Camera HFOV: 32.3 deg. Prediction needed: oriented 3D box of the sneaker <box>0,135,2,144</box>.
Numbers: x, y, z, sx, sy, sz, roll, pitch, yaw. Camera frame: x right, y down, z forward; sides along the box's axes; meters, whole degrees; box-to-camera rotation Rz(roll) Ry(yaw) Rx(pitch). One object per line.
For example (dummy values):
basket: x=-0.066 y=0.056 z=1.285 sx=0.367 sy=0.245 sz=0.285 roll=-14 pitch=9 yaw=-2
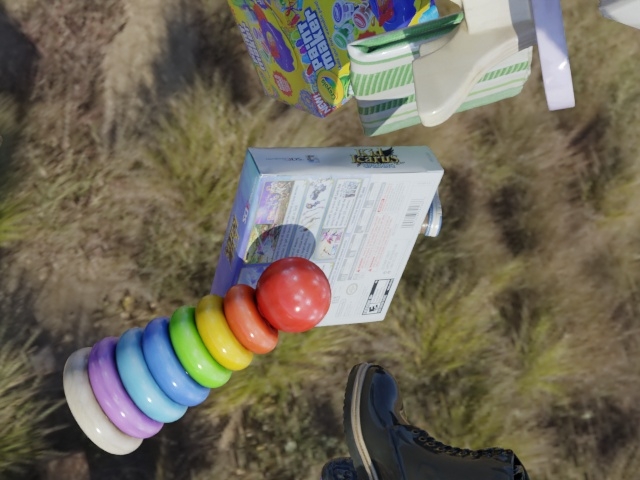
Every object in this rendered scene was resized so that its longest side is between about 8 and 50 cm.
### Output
sneaker: x=-0.514 y=-0.103 z=1.363 sx=0.178 sy=0.123 sz=0.295 roll=33 pitch=18 yaw=-14

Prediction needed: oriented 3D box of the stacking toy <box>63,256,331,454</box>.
stacking toy: x=-0.135 y=0.124 z=1.309 sx=0.141 sy=0.330 sz=0.141 roll=56 pitch=13 yaw=-20

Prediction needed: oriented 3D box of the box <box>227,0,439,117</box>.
box: x=0.011 y=-0.405 z=1.785 sx=0.279 sy=0.177 sz=0.290 roll=-38 pitch=128 yaw=-19

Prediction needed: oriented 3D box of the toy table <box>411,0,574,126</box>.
toy table: x=0.168 y=-0.248 z=1.156 sx=0.252 sy=0.161 sz=0.274 roll=65 pitch=20 yaw=-49

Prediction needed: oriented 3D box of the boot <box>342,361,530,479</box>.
boot: x=0.098 y=0.168 z=0.874 sx=0.077 sy=0.137 sz=0.197 roll=37 pitch=33 yaw=-46

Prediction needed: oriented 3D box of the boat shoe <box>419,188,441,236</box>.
boat shoe: x=0.155 y=-0.076 z=1.813 sx=0.066 sy=0.066 sz=0.183 roll=9 pitch=30 yaw=-9

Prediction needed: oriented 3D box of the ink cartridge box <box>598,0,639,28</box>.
ink cartridge box: x=0.308 y=-0.250 z=0.783 sx=0.100 sy=0.237 sz=0.171 roll=15 pitch=87 yaw=-11

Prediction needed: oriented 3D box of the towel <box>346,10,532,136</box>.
towel: x=0.161 y=-0.223 z=1.445 sx=0.325 sy=0.248 sz=0.038 roll=55 pitch=19 yaw=-78

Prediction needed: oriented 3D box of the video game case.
video game case: x=0.000 y=0.000 z=1.401 sx=0.244 sy=0.269 sz=0.061 roll=-4 pitch=44 yaw=-25

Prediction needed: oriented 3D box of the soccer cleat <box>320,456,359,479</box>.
soccer cleat: x=0.110 y=0.426 z=1.679 sx=0.318 sy=0.116 sz=0.108 roll=28 pitch=38 yaw=-28
